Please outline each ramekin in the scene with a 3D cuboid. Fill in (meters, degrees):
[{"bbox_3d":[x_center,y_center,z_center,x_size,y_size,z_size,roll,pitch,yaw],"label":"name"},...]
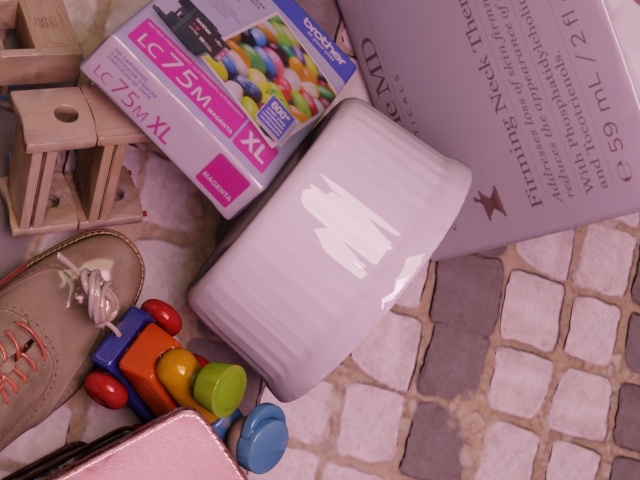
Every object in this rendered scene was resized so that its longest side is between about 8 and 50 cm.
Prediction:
[{"bbox_3d":[0.000,0.000,1.187,0.135,0.277,0.277,40,68,-6],"label":"ramekin"}]

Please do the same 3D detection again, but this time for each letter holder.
[{"bbox_3d":[-0.139,0.311,1.122,0.214,0.152,0.301,-27,94,-18],"label":"letter holder"}]

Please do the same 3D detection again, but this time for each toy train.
[{"bbox_3d":[-0.127,0.110,1.120,0.105,0.143,0.248,-55,141,-25],"label":"toy train"}]

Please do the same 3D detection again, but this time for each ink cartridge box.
[{"bbox_3d":[-0.075,-0.171,1.211,0.186,0.065,0.311,46,34,-10],"label":"ink cartridge box"}]

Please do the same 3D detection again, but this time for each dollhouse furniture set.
[{"bbox_3d":[-0.236,-0.120,1.197,0.129,0.129,0.183,-7,55,-26],"label":"dollhouse furniture set"}]

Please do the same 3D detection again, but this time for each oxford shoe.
[{"bbox_3d":[-0.271,0.119,1.115,0.123,0.130,0.348,47,68,-11],"label":"oxford shoe"}]

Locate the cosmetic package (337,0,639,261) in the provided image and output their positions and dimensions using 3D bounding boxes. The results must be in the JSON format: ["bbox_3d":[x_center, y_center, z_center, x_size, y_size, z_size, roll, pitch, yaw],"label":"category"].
[{"bbox_3d":[0.278,-0.198,1.268,0.328,0.394,0.329,-20,90,-26],"label":"cosmetic package"}]
